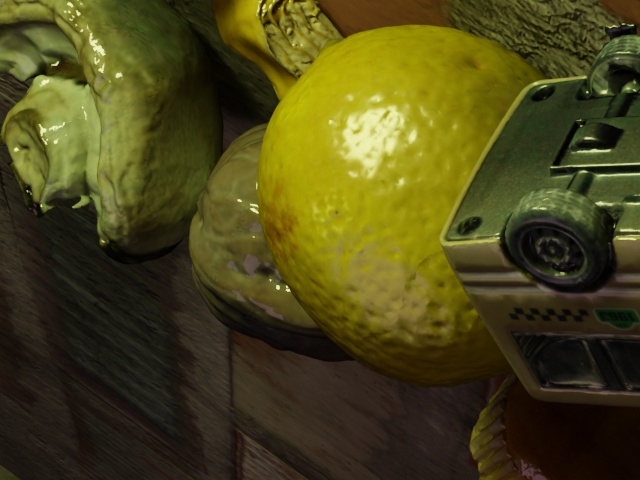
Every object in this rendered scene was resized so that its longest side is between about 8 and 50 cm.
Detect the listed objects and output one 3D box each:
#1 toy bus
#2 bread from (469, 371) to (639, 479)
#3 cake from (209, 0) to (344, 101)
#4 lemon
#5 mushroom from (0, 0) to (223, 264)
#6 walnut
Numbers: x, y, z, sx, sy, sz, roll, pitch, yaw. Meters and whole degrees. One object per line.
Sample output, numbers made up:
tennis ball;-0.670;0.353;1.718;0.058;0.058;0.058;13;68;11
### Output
toy bus;0.271;-0.002;1.153;0.365;0.177;0.202;0;133;36
bread;0.250;0.190;1.657;0.250;0.179;0.133;39;154;2
cake;-0.027;-0.141;1.599;0.116;0.080;0.185;4;143;52
lemon;0.082;-0.023;1.420;0.267;0.267;0.267;33;158;16
mushroom;-0.172;-0.130;1.726;0.164;0.189;0.267;-48;60;39
walnut;0.000;0.000;1.674;0.224;0.224;0.224;33;158;16
